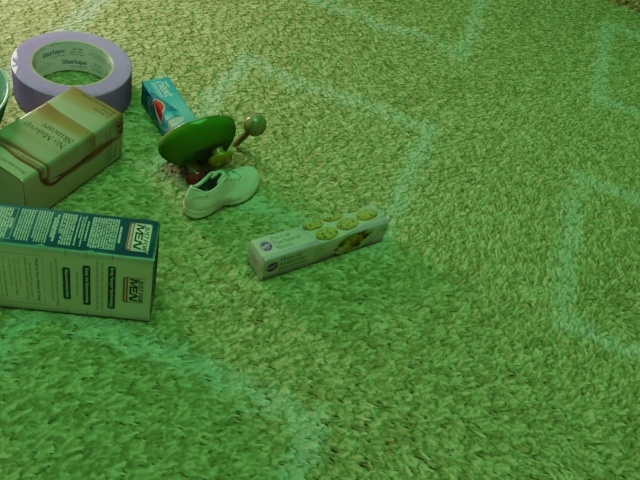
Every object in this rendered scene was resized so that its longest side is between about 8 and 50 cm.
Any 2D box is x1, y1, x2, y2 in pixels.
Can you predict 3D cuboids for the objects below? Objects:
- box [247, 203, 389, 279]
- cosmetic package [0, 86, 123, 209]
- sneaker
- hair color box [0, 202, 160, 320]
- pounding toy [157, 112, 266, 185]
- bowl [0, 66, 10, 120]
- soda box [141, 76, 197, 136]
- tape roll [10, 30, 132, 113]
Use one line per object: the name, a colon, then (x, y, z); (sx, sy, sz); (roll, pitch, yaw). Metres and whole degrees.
box: (0.000, 0.000, 1.610); (0.324, 0.063, 0.067); (-17, 52, -29)
cosmetic package: (-0.572, -0.187, 1.580); (0.153, 0.129, 0.296); (29, 47, 11)
sneaker: (-0.211, -0.127, 1.651); (0.080, 0.094, 0.212); (37, 48, 21)
hair color box: (-0.476, 0.039, 1.359); (0.347, 0.174, 0.105); (7, 44, -10)
pounding toy: (-0.239, -0.196, 1.683); (0.237, 0.183, 0.110); (-16, 79, -33)
bowl: (-0.807, -0.256, 1.555); (0.311, 0.163, 0.311); (8, 45, -8)
soda box: (-0.360, -0.303, 1.797); (0.071, 0.067, 0.210); (-16, 53, -29)
tape roll: (-0.597, -0.393, 1.801); (0.275, 0.090, 0.275); (8, 45, -8)
